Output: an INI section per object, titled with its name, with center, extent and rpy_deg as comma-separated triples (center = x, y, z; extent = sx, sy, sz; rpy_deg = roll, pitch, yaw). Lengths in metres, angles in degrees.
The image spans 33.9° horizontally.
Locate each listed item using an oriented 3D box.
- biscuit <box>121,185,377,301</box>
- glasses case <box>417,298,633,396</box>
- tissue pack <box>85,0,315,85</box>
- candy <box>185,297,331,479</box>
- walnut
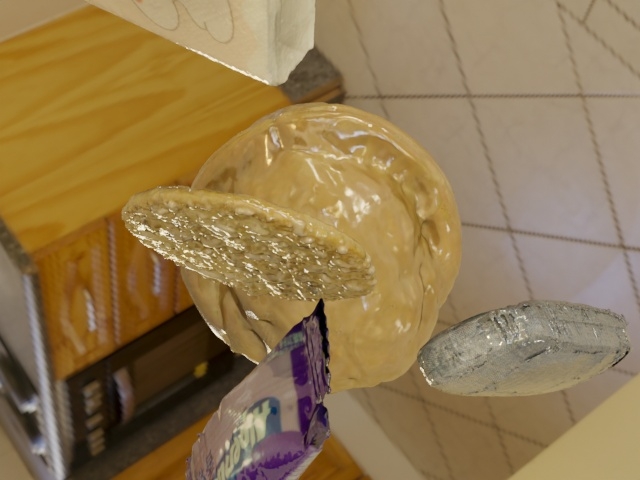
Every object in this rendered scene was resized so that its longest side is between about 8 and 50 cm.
[biscuit]
center = -0.059, 0.007, 0.873
extent = 0.220, 0.033, 0.220
rpy_deg = 13, 160, 5
[glasses case]
center = 0.184, 0.095, 0.903
extent = 0.109, 0.282, 0.067
rpy_deg = -31, 66, 28
[tissue pack]
center = -0.157, -0.251, 0.828
extent = 0.326, 0.071, 0.170
rpy_deg = 27, 153, 16
[candy]
center = -0.060, 0.179, 0.909
extent = 0.275, 0.070, 0.145
rpy_deg = -51, 30, 35
[walnut]
center = 0.002, 0.006, 1.375
extent = 0.383, 0.384, 0.383
rpy_deg = 41, 149, 32
